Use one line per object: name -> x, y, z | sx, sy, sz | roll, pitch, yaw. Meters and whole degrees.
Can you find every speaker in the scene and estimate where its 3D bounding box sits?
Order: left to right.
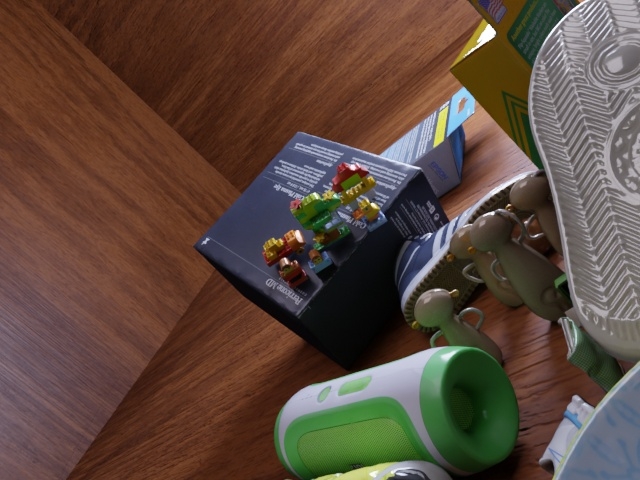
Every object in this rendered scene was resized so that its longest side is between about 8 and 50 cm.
speaker -> 0.068, 0.205, 0.682 | 0.296, 0.131, 0.131 | -32, 20, 48

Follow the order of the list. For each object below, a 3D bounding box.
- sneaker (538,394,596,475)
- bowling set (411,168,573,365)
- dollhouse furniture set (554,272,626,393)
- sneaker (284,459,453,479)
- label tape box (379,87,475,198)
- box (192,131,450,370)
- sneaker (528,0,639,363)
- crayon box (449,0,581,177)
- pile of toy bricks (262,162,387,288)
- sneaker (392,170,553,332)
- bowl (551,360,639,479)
sneaker -> 0.215, 0.188, 0.437 | 0.083, 0.071, 0.191 | -52, 4, 5
bowling set -> 0.226, 0.003, 0.731 | 0.287, 0.154, 0.200 | -42, 14, 14
dollhouse furniture set -> 0.266, 0.075, 0.569 | 0.058, 0.076, 0.152 | -40, 14, 27
sneaker -> -0.023, 0.305, 0.640 | 0.384, 0.145, 0.147 | -38, 16, 28
label tape box -> 0.240, -0.183, 1.344 | 0.333, 0.106, 0.241 | -37, 17, 32
box -> 0.000, 0.000, 1.102 | 0.312, 0.179, 0.343 | -48, 41, -13
sneaker -> 0.277, -0.055, 0.549 | 0.131, 0.148, 0.350 | -11, 63, 38
crayon box -> 0.294, -0.207, 0.771 | 0.083, 0.323, 0.203 | -28, 22, 53
pile of toy bricks -> -0.006, -0.031, 0.918 | 0.212, 0.105, 0.118 | -34, 41, 5
sneaker -> 0.214, -0.003, 0.909 | 0.282, 0.099, 0.153 | -47, 15, 9
bowl -> 0.244, 0.154, 0.226 | 0.289, 0.156, 0.289 | -43, 14, 14
